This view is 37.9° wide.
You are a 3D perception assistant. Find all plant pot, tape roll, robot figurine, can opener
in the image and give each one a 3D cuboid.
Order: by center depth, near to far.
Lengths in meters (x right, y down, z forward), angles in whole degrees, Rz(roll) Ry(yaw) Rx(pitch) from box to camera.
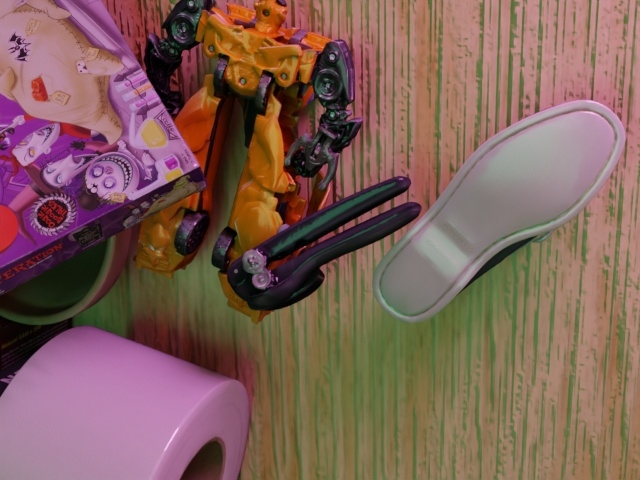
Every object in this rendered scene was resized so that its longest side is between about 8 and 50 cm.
[{"bbox_3d":[0.000,0.000,0.789,0.186,0.073,0.059,-34,76,20],"label":"can opener"},{"bbox_3d":[-0.073,-0.082,0.849,0.211,0.085,0.291,24,114,14],"label":"robot figurine"},{"bbox_3d":[-0.196,0.223,0.903,0.169,0.246,0.246,17,112,17],"label":"tape roll"},{"bbox_3d":[-0.269,-0.044,0.923,0.237,0.110,0.237,7,108,23],"label":"plant pot"}]

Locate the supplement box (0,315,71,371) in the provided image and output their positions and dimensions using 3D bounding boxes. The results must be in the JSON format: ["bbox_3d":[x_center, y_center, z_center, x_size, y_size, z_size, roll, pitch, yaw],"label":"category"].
[{"bbox_3d":[-0.336,0.176,1.010,0.073,0.130,0.239,13,109,19],"label":"supplement box"}]

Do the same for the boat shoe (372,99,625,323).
[{"bbox_3d":[0.148,-0.025,0.778,0.095,0.079,0.254,42,119,4],"label":"boat shoe"}]

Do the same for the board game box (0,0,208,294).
[{"bbox_3d":[-0.269,-0.140,0.807,0.208,0.056,0.347,-31,69,-6],"label":"board game box"}]

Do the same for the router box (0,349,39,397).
[{"bbox_3d":[-0.288,0.183,0.964,0.046,0.179,0.133,15,111,20],"label":"router box"}]
